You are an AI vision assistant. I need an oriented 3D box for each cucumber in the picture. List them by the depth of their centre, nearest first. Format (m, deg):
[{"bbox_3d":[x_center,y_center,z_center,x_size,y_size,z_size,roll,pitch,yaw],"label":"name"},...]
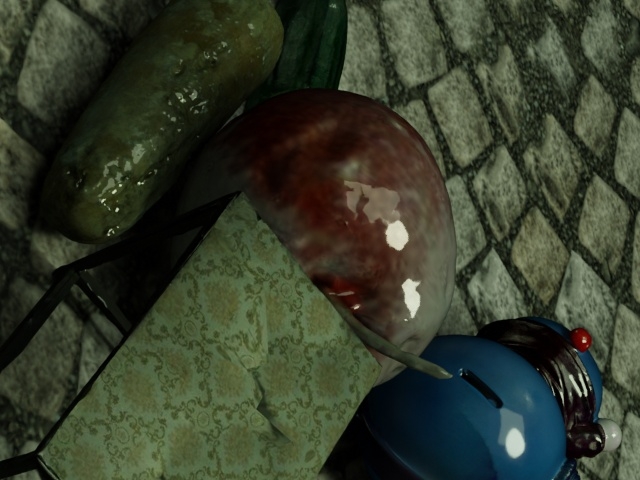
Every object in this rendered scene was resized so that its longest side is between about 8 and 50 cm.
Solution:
[{"bbox_3d":[-0.012,-0.204,2.083,0.115,0.063,0.244,32,55,-40],"label":"cucumber"}]

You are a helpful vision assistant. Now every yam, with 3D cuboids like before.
[{"bbox_3d":[-0.164,-0.121,1.841,0.133,0.133,0.330,53,50,-25],"label":"yam"}]

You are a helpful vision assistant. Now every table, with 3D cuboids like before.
[{"bbox_3d":[-0.169,0.172,1.617,0.222,0.272,0.335,51,46,-17],"label":"table"}]

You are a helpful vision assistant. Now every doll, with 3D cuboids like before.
[{"bbox_3d":[0.177,0.206,2.051,0.284,0.240,0.310,40,42,20],"label":"doll"}]

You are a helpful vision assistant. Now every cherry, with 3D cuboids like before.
[{"bbox_3d":[-0.002,0.013,1.856,0.335,0.291,0.326,30,70,-88],"label":"cherry"}]
